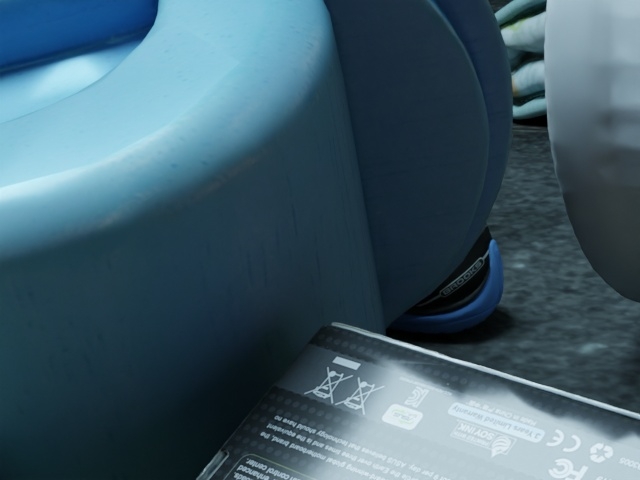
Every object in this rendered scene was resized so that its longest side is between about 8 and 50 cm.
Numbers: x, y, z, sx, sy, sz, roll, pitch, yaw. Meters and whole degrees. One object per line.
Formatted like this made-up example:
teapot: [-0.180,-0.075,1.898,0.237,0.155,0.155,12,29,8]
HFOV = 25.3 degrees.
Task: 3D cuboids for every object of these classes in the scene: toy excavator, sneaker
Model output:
toy excavator: [-0.122,0.043,0.416,0.433,0.222,0.445,-15,36,-6]
sneaker: [0.000,0.000,0.725,0.188,0.078,0.067,3,23,20]

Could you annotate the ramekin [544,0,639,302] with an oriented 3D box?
ramekin: [0.226,-0.098,0.647,0.135,0.277,0.277,9,25,36]

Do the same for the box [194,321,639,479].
box: [0.050,0.138,0.279,0.270,0.060,0.216,14,52,38]

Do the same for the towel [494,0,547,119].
towel: [0.327,-0.185,0.988,0.320,0.090,0.374,-19,3,-39]
